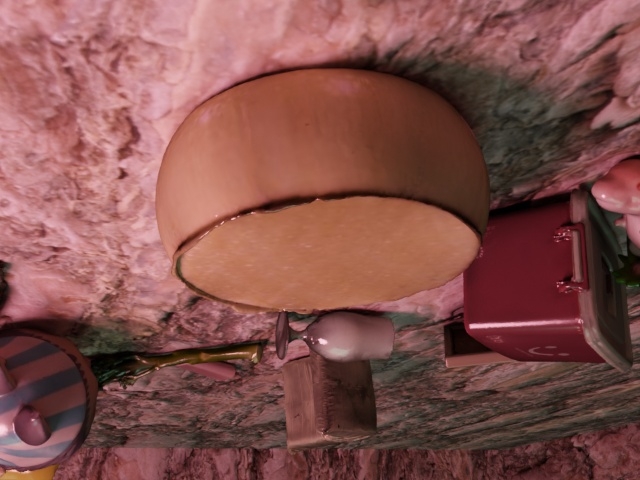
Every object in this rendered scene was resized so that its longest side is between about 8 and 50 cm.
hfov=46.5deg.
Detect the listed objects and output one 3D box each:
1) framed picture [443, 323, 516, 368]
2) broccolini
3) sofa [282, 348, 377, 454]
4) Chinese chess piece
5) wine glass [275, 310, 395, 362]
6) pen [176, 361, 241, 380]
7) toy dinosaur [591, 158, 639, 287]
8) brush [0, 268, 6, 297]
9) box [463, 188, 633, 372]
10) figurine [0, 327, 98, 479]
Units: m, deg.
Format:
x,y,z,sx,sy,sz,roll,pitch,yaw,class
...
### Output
x,y,z,sx,sy,sz,roll,pitch,yaw,class
0.335,0.166,1.283,0.247,0.022,0.335,-7,-179,9,framed picture
-0.305,0.256,1.495,0.391,0.074,0.079,-8,164,15,broccolini
-0.014,0.320,1.528,0.225,0.210,0.176,-21,154,38,sofa
0.003,-0.033,0.765,0.337,0.141,0.338,-4,159,-2,Chinese chess piece
0.027,0.170,1.320,0.202,0.093,0.093,4,157,-18,wine glass
-0.235,0.280,1.627,0.053,0.032,0.197,-17,152,28,pen
0.405,-0.029,0.895,0.194,0.152,0.177,-12,115,-6,toy dinosaur
-0.523,0.105,1.130,0.070,0.051,0.323,9,154,-28,brush
0.307,0.066,1.000,0.167,0.194,0.294,-6,159,29,box
-0.544,0.229,1.208,0.361,0.267,0.378,6,148,-18,figurine
